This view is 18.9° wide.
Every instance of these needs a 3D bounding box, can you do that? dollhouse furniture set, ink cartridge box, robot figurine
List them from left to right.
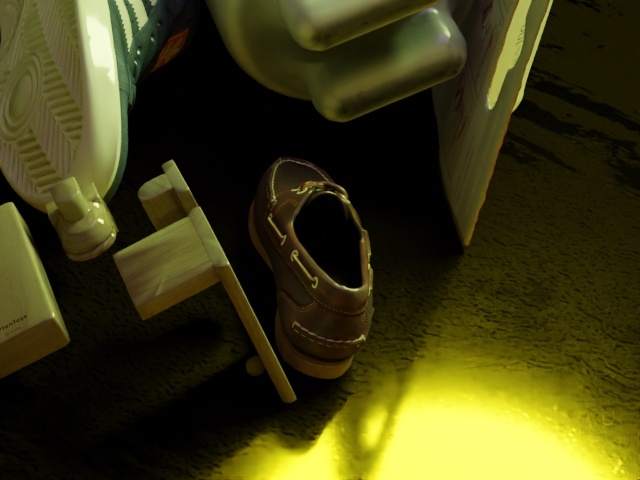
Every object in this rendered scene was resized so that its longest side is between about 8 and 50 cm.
[{"bbox_3d":[-0.122,0.046,1.156,0.151,0.123,0.144,-27,43,-2],"label":"dollhouse furniture set"},{"bbox_3d":[-0.007,-0.244,1.432,0.199,0.300,0.353,-20,48,-5],"label":"robot figurine"},{"bbox_3d":[0.164,-0.217,1.424,0.091,0.308,0.385,10,34,-10],"label":"ink cartridge box"}]

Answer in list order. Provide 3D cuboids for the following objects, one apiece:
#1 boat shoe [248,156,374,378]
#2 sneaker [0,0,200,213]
[{"bbox_3d":[0.000,0.000,1.242,0.073,0.073,0.207,6,33,-16],"label":"boat shoe"},{"bbox_3d":[-0.146,-0.138,1.339,0.148,0.131,0.350,22,36,-32],"label":"sneaker"}]
